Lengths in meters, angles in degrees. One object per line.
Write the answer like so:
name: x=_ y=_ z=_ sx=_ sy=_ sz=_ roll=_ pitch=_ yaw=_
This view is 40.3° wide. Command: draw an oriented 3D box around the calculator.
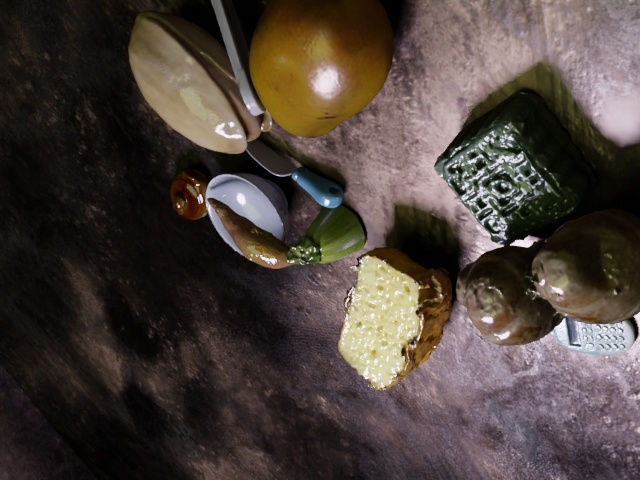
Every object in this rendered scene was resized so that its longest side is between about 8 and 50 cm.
calculator: x=0.414 y=0.137 z=1.365 sx=0.153 sy=0.021 sz=0.095 roll=6 pitch=124 yaw=39

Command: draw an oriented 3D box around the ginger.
ginger: x=0.310 y=0.056 z=1.209 sx=0.304 sy=0.244 sz=0.155 roll=-15 pitch=92 yaw=34

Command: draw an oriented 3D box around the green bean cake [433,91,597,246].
green bean cake: x=0.273 y=-0.096 z=1.254 sx=0.181 sy=0.094 sz=0.173 roll=52 pitch=139 yaw=-5

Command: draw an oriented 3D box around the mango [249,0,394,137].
mango: x=-0.008 y=-0.269 z=1.322 sx=0.211 sy=0.173 sz=0.317 roll=44 pitch=152 yaw=2

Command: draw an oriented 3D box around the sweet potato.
sweet potato: x=-0.133 y=-0.006 z=1.584 sx=0.226 sy=0.068 sz=0.068 roll=35 pitch=138 yaw=17

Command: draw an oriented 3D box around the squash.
squash: x=0.003 y=0.008 z=1.550 sx=0.105 sy=0.132 sz=0.105 roll=26 pitch=135 yaw=28

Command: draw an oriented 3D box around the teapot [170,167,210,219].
teapot: x=-0.266 y=-0.092 z=1.757 sx=0.098 sy=0.078 sz=0.129 roll=37 pitch=139 yaw=13

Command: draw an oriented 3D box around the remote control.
remote control: x=-0.138 y=-0.320 z=1.420 sx=0.022 sy=0.077 sz=0.245 roll=-19 pitch=84 yaw=13

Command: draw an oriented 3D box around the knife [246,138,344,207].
knife: x=-0.063 y=-0.130 z=1.560 sx=0.244 sy=0.058 sz=0.032 roll=33 pitch=139 yaw=18

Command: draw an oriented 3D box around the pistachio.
pistachio: x=-0.214 y=-0.273 z=1.500 sx=0.293 sy=0.162 sz=0.181 roll=49 pitch=156 yaw=1

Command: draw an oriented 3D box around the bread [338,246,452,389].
bread: x=0.140 y=0.125 z=1.517 sx=0.160 sy=0.147 sz=0.261 roll=33 pitch=132 yaw=32

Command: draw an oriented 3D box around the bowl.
bowl: x=-0.117 y=-0.061 z=1.642 sx=0.189 sy=0.086 sz=0.189 roll=25 pitch=136 yaw=26
